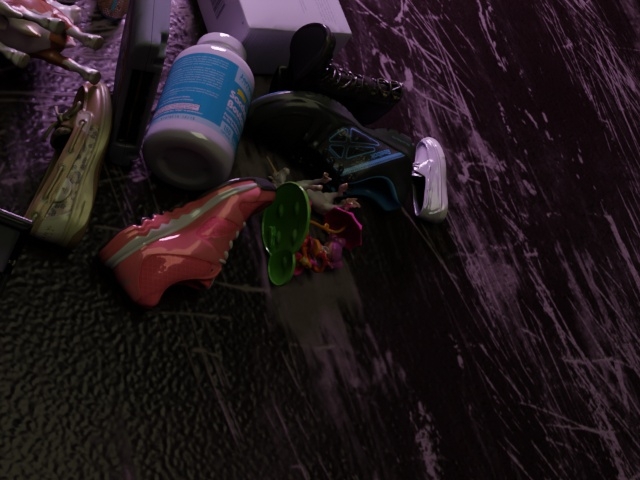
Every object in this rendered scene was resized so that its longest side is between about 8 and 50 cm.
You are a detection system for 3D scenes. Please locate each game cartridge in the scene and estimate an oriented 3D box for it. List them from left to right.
[{"bbox_3d":[-0.277,-0.274,1.340,0.062,0.297,0.198,4,59,-20],"label":"game cartridge"}]

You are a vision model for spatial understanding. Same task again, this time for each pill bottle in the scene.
[{"bbox_3d":[-0.192,-0.222,1.457,0.146,0.146,0.264,24,54,-18],"label":"pill bottle"}]

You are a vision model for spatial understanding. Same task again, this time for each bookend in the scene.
[{"bbox_3d":[-0.443,0.059,1.130,0.072,0.157,0.156,23,52,-18],"label":"bookend"}]

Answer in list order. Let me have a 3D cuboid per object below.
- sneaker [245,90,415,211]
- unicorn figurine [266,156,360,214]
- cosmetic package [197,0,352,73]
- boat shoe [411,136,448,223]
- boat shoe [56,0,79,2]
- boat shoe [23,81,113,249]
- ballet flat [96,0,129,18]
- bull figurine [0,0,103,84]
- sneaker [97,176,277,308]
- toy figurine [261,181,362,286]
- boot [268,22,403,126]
[{"bbox_3d":[0.022,-0.160,1.568,0.341,0.125,0.139,16,60,-20],"label":"sneaker"},{"bbox_3d":[-0.016,-0.086,1.525,0.162,0.111,0.060,45,52,-25],"label":"unicorn figurine"},{"bbox_3d":[-0.095,-0.439,1.652,0.225,0.138,0.224,-6,66,-32],"label":"cosmetic package"},{"bbox_3d":[0.199,-0.120,1.698,0.063,0.066,0.184,11,68,-27],"label":"boat shoe"},{"bbox_3d":[-0.493,-0.443,1.390,0.095,0.112,0.335,40,22,16],"label":"boat shoe"},{"bbox_3d":[-0.376,-0.127,1.316,0.089,0.104,0.285,18,56,-25],"label":"boat shoe"},{"bbox_3d":[-0.351,-0.485,1.568,0.073,0.067,0.206,12,57,-24],"label":"ballet flat"},{"bbox_3d":[-0.428,-0.315,1.302,0.188,0.101,0.310,29,15,14],"label":"bull figurine"},{"bbox_3d":[-0.186,0.006,1.369,0.314,0.116,0.136,-28,90,-32],"label":"sneaker"},{"bbox_3d":[0.000,0.000,1.481,0.159,0.130,0.173,11,79,-37],"label":"toy figurine"},{"bbox_3d":[0.046,-0.290,1.582,0.229,0.263,0.091,6,70,-21],"label":"boot"}]
